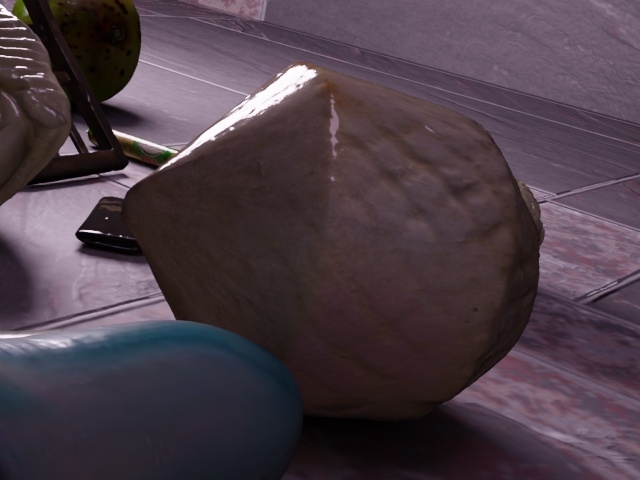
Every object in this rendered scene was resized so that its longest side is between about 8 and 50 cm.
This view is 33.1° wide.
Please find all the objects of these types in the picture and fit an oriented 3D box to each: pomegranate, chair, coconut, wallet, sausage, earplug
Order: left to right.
[{"bbox_3d":[-0.476,-0.219,1.470,0.240,0.416,0.203,-31,-9,33],"label":"chair"},{"bbox_3d":[-0.439,-0.347,1.778,0.286,0.231,0.231,16,18,12],"label":"pomegranate"},{"bbox_3d":[-0.119,0.116,0.607,0.185,0.185,0.324,20,14,28],"label":"earplug"},{"bbox_3d":[-0.224,-0.019,1.217,0.082,0.018,0.156,11,16,-2],"label":"wallet"},{"bbox_3d":[-0.226,-0.119,1.512,0.269,0.033,0.033,19,19,25],"label":"sausage"},{"bbox_3d":[0.000,0.000,0.868,0.329,0.329,0.329,10,17,-3],"label":"coconut"}]

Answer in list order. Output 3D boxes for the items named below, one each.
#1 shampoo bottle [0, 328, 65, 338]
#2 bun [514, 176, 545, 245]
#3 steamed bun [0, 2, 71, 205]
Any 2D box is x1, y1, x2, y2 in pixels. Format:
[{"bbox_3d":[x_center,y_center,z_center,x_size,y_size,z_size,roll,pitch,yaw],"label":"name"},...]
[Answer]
[{"bbox_3d":[-0.293,0.086,0.783,0.212,0.049,0.072,4,23,-20],"label":"shampoo bottle"},{"bbox_3d":[0.158,-0.026,1.282,0.220,0.134,0.220,16,19,-6],"label":"bun"},{"bbox_3d":[-0.445,-0.135,1.143,0.324,0.219,0.310,40,39,9],"label":"steamed bun"}]
